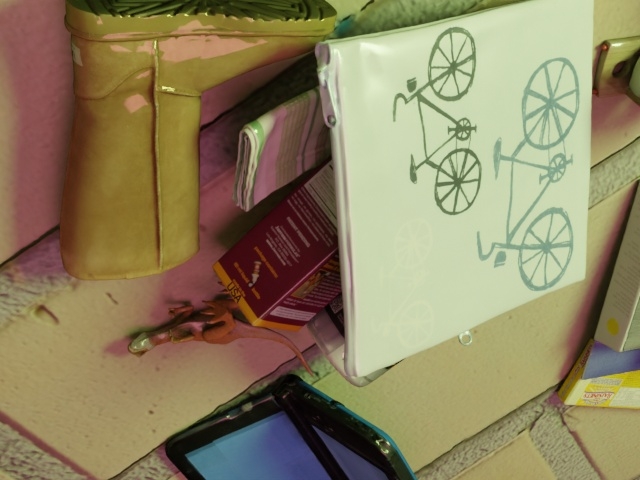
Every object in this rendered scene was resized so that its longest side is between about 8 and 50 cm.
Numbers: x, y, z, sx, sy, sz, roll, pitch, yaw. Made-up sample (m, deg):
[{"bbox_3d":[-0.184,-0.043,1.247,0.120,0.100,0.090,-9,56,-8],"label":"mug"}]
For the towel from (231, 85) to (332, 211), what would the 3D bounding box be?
[{"bbox_3d":[-0.013,-0.094,0.826,0.152,0.023,0.113,-32,157,-28],"label":"towel"}]

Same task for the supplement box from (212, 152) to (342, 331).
[{"bbox_3d":[0.000,0.000,0.899,0.188,0.081,0.104,-43,158,12],"label":"supplement box"}]

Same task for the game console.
[{"bbox_3d":[-0.006,0.322,1.114,0.173,0.250,0.293,-47,134,-19],"label":"game console"}]

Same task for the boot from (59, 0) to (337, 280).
[{"bbox_3d":[-0.117,-0.095,0.809,0.236,0.089,0.269,-4,130,-17],"label":"boot"}]

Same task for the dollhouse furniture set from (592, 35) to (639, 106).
[{"bbox_3d":[0.370,-0.202,0.885,0.129,0.129,0.184,-10,129,-14],"label":"dollhouse furniture set"}]

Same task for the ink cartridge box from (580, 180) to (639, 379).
[{"bbox_3d":[0.514,0.057,1.167,0.303,0.072,0.307,-6,120,-19],"label":"ink cartridge box"}]

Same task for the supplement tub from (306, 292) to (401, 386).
[{"bbox_3d":[0.085,0.062,0.980,0.190,0.117,0.117,-36,130,8],"label":"supplement tub"}]

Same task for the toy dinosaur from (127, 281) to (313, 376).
[{"bbox_3d":[-0.100,0.093,0.978,0.211,0.064,0.112,4,142,-13],"label":"toy dinosaur"}]

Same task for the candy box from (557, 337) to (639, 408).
[{"bbox_3d":[0.443,0.192,1.280,0.206,0.027,0.105,8,121,-27],"label":"candy box"}]

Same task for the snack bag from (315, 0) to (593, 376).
[{"bbox_3d":[0.139,-0.054,0.853,0.342,0.037,0.323,-20,117,-32],"label":"snack bag"}]
